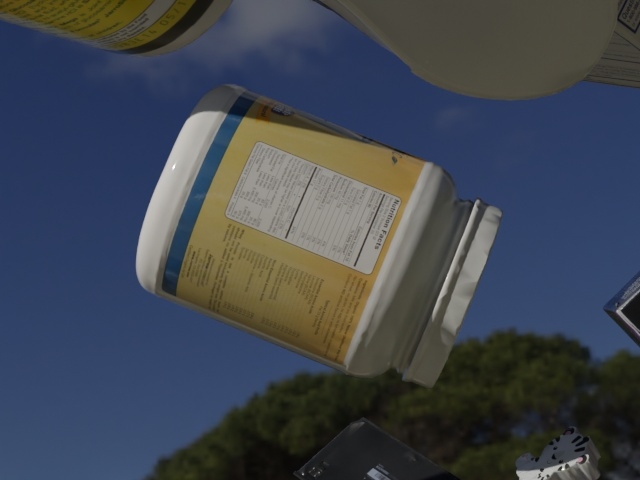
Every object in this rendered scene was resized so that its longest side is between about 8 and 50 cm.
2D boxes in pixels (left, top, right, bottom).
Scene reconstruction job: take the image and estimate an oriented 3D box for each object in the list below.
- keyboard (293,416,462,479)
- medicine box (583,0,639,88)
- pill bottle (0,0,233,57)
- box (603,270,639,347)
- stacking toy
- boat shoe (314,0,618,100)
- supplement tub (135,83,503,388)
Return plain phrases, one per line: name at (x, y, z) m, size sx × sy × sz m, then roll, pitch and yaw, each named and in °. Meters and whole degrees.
keyboard at (0.043, 0.212, 1.131) m, size 0.108 × 0.023 × 0.180 m, roll -40°, pitch 29°, yaw -16°
medicine box at (0.307, -0.299, 1.607) m, size 0.289 × 0.149 × 0.263 m, roll 28°, pitch -4°, yaw -34°
pill bottle at (-0.209, -0.242, 0.925) m, size 0.187 × 0.188 × 0.334 m, roll -19°, pitch -15°, yaw 32°
box at (0.277, 0.062, 0.906) m, size 0.108 × 0.153 × 0.207 m, roll -44°, pitch -9°, yaw 5°
stacking toy at (0.198, 0.232, 0.836) m, size 0.052 × 0.221 × 0.167 m, roll -31°, pitch -65°, yaw 9°
boat shoe at (0.008, -0.160, 0.676) m, size 0.301 × 0.102 × 0.108 m, roll 17°, pitch -69°, yaw -23°
supplement tub at (0.000, 0.000, 0.878) m, size 0.199 × 0.144 × 0.144 m, roll 22°, pitch -19°, yaw 3°
